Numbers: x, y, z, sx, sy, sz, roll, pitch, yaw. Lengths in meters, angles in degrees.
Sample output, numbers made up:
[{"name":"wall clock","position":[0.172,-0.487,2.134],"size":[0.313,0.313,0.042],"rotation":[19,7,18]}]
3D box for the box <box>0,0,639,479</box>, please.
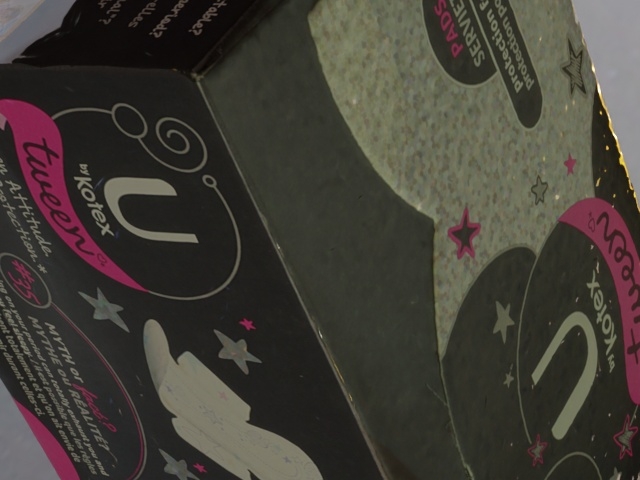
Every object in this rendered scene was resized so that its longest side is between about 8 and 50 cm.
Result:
[{"name":"box","position":[0.000,0.000,0.595],"size":[0.163,0.142,0.247],"rotation":[-53,-46,-36]}]
